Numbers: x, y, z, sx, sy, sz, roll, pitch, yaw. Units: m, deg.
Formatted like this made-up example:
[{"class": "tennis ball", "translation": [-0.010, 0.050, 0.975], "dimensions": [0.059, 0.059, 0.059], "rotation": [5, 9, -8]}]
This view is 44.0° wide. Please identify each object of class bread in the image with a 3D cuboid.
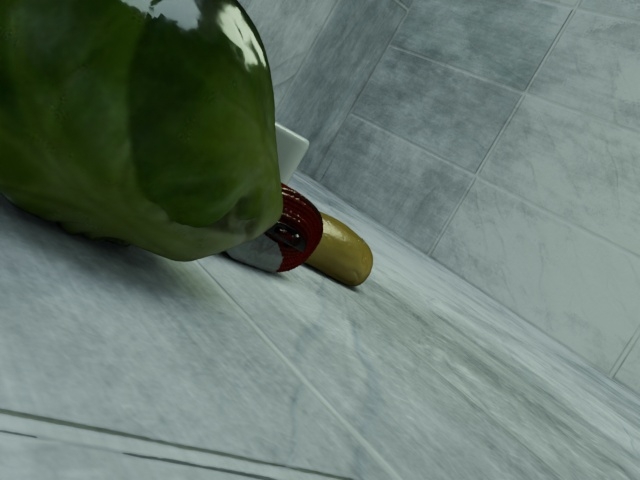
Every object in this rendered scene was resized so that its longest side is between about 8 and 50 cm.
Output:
[{"class": "bread", "translation": [0.000, 0.000, 1.459], "dimensions": [0.217, 0.098, 0.147], "rotation": [28, 3, -26]}]

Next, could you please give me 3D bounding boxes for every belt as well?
[{"class": "belt", "translation": [-0.085, -0.029, 1.154], "dimensions": [0.124, 0.128, 0.201], "rotation": [34, 6, 40]}]

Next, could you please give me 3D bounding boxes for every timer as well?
[{"class": "timer", "translation": [-0.171, -0.175, 1.587], "dimensions": [0.194, 0.195, 0.192], "rotation": [27, 7, -33]}]

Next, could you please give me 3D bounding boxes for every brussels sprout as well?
[{"class": "brussels sprout", "translation": [-0.185, -0.135, 0.816], "dimensions": [0.355, 0.281, 0.289], "rotation": [57, 15, -24]}]
